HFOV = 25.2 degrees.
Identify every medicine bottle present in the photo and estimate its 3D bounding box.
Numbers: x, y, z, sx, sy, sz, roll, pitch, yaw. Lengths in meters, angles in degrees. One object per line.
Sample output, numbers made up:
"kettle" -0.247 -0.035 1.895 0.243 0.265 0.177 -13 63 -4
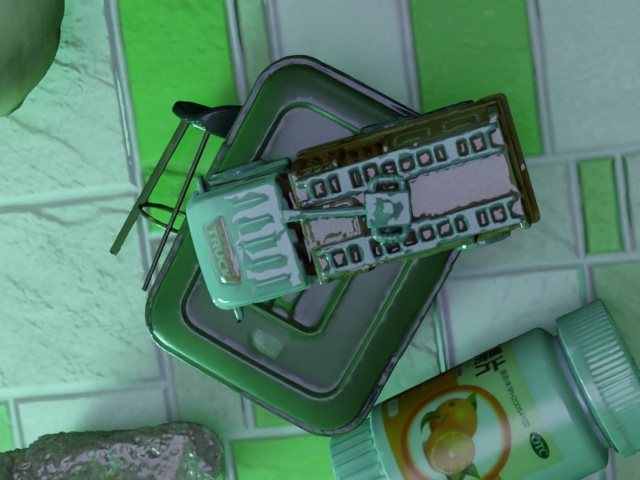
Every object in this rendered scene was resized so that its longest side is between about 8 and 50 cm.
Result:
"medicine bottle" 0.175 0.196 1.452 0.318 0.158 0.158 -28 93 12

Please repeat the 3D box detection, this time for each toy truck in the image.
"toy truck" 0.033 -0.028 1.263 0.305 0.162 0.136 -16 96 8

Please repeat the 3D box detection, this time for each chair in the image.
"chair" -0.143 -0.059 1.500 0.095 0.104 0.222 32 105 20

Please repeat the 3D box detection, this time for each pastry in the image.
"pastry" -0.233 0.255 1.554 0.265 0.112 0.103 -5 85 -2

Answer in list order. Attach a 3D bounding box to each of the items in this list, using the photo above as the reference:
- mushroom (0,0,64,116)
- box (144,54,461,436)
"mushroom" -0.440 -0.247 1.416 0.356 0.315 0.315 -1 98 6
"box" 0.000 0.000 1.444 0.252 0.178 0.329 29 100 2
